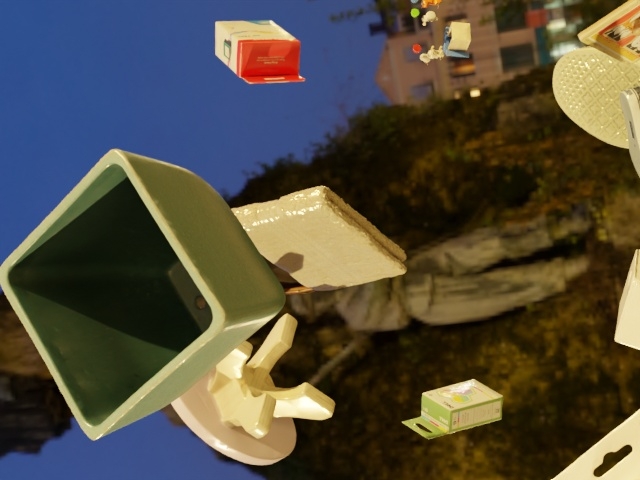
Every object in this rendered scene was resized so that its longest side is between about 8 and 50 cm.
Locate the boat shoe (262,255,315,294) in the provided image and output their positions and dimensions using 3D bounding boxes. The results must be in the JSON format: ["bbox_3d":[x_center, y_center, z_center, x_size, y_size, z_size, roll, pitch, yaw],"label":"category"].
[{"bbox_3d":[-0.130,0.043,1.867,0.116,0.324,0.123,-96,2,-68],"label":"boat shoe"}]

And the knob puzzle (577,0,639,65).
[{"bbox_3d":[0.458,-0.291,1.359,0.213,0.213,0.030,43,-154,-69],"label":"knob puzzle"}]

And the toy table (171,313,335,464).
[{"bbox_3d":[-0.115,0.256,1.789,0.274,0.161,0.252,29,-138,-28],"label":"toy table"}]

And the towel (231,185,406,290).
[{"bbox_3d":[0.000,0.000,1.671,0.282,0.187,0.049,39,-135,-48],"label":"towel"}]

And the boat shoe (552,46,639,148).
[{"bbox_3d":[0.663,-0.260,1.935,0.156,0.500,0.187,-20,-62,-43],"label":"boat shoe"}]

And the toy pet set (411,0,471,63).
[{"bbox_3d":[0.215,-0.374,1.900,0.065,0.114,0.122,107,165,-67],"label":"toy pet set"}]

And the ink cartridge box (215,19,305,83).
[{"bbox_3d":[-0.128,-0.401,2.207,0.231,0.134,0.078,-133,41,-56],"label":"ink cartridge box"}]

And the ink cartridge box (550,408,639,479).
[{"bbox_3d":[0.505,0.425,1.435,0.353,0.207,0.119,47,-169,-3],"label":"ink cartridge box"}]

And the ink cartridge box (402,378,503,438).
[{"bbox_3d":[0.300,0.382,2.368,0.109,0.209,0.062,25,120,56],"label":"ink cartridge box"}]

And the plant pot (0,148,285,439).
[{"bbox_3d":[-0.187,0.059,1.291,0.248,0.247,0.252,56,-155,16],"label":"plant pot"}]

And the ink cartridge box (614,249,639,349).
[{"bbox_3d":[0.649,0.132,1.747,0.207,0.283,0.117,-39,-34,-66],"label":"ink cartridge box"}]

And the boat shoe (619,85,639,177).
[{"bbox_3d":[0.581,-0.187,1.809,0.065,0.083,0.183,-106,-3,-64],"label":"boat shoe"}]
